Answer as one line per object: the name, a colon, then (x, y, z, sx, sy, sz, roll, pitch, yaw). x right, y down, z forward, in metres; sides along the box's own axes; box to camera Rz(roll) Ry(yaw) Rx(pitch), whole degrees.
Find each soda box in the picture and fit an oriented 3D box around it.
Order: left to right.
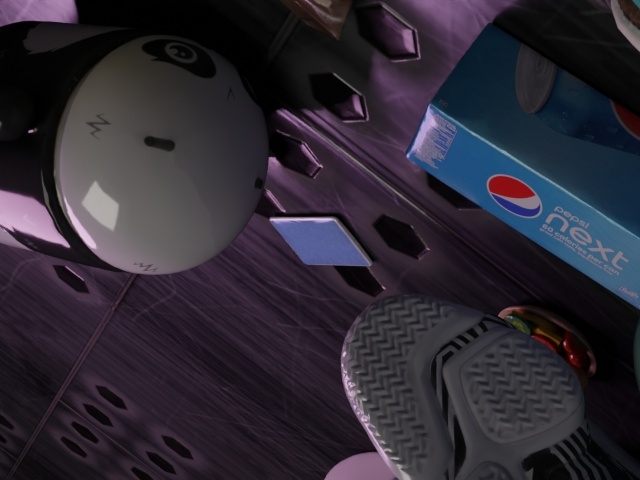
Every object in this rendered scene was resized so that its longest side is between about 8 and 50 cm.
soda box: (0.158, -0.030, 0.884, 0.210, 0.071, 0.067, 34, 154, 6)

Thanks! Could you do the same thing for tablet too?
tablet: (0.000, 0.000, 1.212, 0.083, 0.006, 0.054, 0, 137, 50)

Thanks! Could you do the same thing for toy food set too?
toy food set: (0.161, 0.077, 1.124, 0.083, 0.020, 0.083, 30, 154, 13)

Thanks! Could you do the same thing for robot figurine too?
robot figurine: (-0.164, -0.072, 1.109, 0.278, 0.209, 0.173, 12, 128, 43)

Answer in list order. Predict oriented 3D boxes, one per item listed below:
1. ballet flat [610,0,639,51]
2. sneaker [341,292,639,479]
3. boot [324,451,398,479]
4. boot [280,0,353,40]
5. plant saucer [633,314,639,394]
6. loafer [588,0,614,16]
ballet flat: (0.297, -0.079, 0.578, 0.400, 0.139, 0.139, 3, 139, 44)
sneaker: (0.157, 0.180, 1.120, 0.366, 0.137, 0.210, 37, 170, 0)
boot: (0.087, 0.253, 1.460, 0.190, 0.069, 0.086, -2, 133, 50)
boot: (-0.017, -0.169, 0.908, 0.114, 0.037, 0.106, 44, 167, -8)
plant saucer: (0.336, 0.140, 0.988, 0.318, 0.043, 0.317, 29, 153, 16)
loafer: (0.120, -0.168, 0.715, 0.061, 0.062, 0.170, 22, 150, 38)
